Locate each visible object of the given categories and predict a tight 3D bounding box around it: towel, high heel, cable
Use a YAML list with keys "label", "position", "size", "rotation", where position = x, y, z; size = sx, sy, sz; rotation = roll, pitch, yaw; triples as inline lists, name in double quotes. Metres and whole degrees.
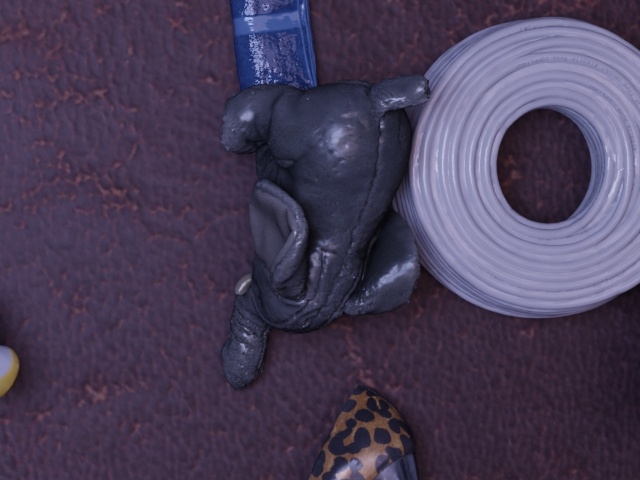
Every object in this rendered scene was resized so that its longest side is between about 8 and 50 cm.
- label: "towel"
  position: [-0.040, -0.175, 1.418]
  size: [0.067, 0.029, 0.119]
  rotation: [-6, 93, -8]
- label: "high heel"
  position: [-0.038, 0.234, 1.424]
  size: [0.261, 0.093, 0.186]
  rotation: [-14, 72, 3]
- label: "cable"
  position: [0.189, -0.059, 1.430]
  size: [0.257, 0.089, 0.257]
  rotation: [-40, 98, -6]

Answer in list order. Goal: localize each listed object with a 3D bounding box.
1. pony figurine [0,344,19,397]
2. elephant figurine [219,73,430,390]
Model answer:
- label: "pony figurine"
  position: [-0.412, 0.080, 1.227]
  size: [0.363, 0.303, 0.351]
  rotation: [24, 99, -41]
- label: "elephant figurine"
  position: [0.000, 0.000, 1.355]
  size: [0.169, 0.186, 0.239]
  rotation: [3, 82, 5]
